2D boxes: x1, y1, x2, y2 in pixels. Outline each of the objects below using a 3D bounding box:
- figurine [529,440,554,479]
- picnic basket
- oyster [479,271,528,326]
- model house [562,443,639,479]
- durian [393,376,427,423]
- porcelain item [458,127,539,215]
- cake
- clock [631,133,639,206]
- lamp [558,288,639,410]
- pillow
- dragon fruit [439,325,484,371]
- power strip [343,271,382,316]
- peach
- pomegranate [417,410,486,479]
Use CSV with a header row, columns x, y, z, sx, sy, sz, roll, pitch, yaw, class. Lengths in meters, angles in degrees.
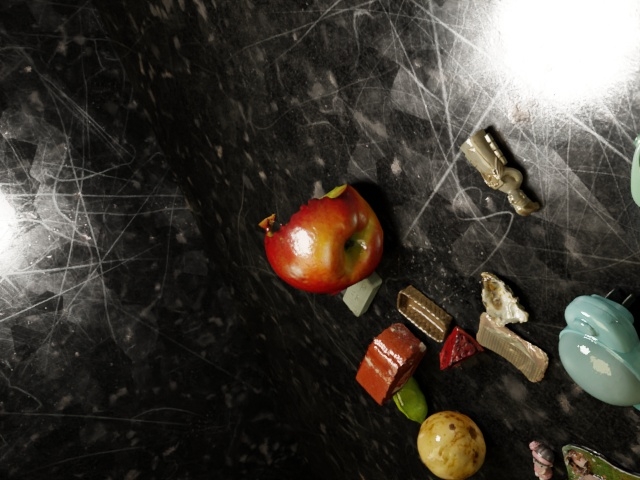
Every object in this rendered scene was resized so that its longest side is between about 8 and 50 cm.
x,y,z,sx,sy,sz,roll,pitch,yaw,class
0.634,0.630,1.638,0.072,0.054,0.129,50,163,51,figurine
0.320,0.223,1.754,0.193,0.055,0.110,40,146,34,picnic basket
0.456,0.143,1.447,0.103,0.051,0.148,-23,97,45,oyster
0.710,0.669,1.430,0.294,0.154,0.207,13,129,56,model house
0.318,0.556,2.050,0.250,0.101,0.139,60,-172,-1,durian
0.395,-0.142,1.264,0.213,0.054,0.084,55,154,8,porcelain item
0.240,0.408,1.912,0.151,0.177,0.283,44,136,33,cake
0.592,-0.136,0.920,0.159,0.066,0.211,23,135,49,clock
0.594,0.233,1.196,0.209,0.147,0.284,29,139,55,lamp
0.506,0.284,1.523,0.211,0.034,0.135,37,144,35,pillow
0.406,0.349,1.684,0.092,0.122,0.192,17,145,1,dragon fruit
0.141,0.189,2.030,0.093,0.053,0.288,49,150,20,power strip
0.015,0.012,1.755,0.406,0.335,0.310,-22,97,57,peach
0.415,0.660,1.847,0.215,0.215,0.215,40,147,33,pomegranate
